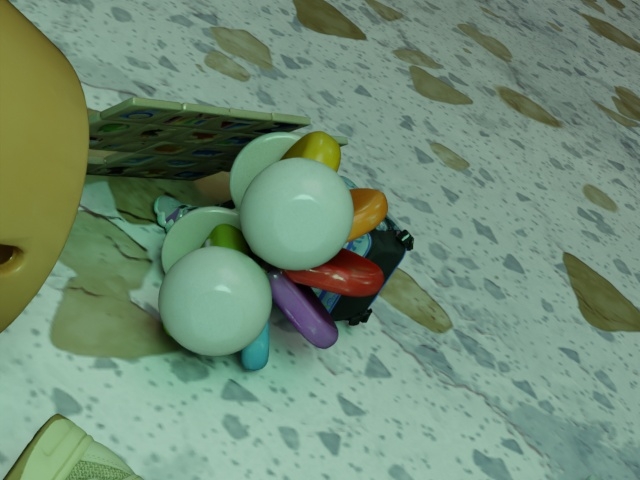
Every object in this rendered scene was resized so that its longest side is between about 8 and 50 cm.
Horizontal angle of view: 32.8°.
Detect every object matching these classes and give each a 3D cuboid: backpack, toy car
[{"bbox_3d":[0.000,0.000,0.885,0.084,0.105,0.114,5,36,-41],"label":"backpack"},{"bbox_3d":[-0.028,0.017,0.773,0.136,0.182,0.159,41,7,-17],"label":"toy car"}]

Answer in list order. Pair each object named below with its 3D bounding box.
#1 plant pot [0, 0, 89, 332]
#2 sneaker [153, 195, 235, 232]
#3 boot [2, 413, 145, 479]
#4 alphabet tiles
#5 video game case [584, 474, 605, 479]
[{"bbox_3d":[-0.263,-0.054,0.567,0.203,0.291,0.291,24,24,-50],"label":"plant pot"},{"bbox_3d":[-0.086,-0.022,0.873,0.098,0.069,0.038,38,29,12],"label":"sneaker"},{"bbox_3d":[-0.087,0.211,0.485,0.203,0.095,0.262,30,26,-6],"label":"boot"},{"bbox_3d":[-0.102,-0.073,0.845,0.237,0.198,0.009,0,80,-44],"label":"alphabet tiles"},{"bbox_3d":[0.274,0.262,0.827,0.157,0.019,0.143,28,29,-8],"label":"video game case"}]
